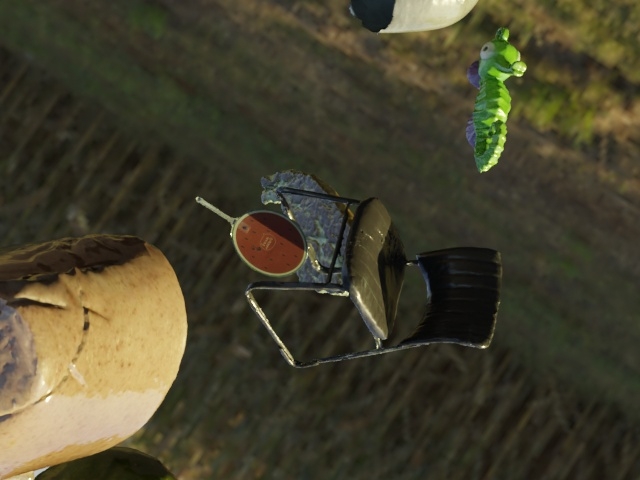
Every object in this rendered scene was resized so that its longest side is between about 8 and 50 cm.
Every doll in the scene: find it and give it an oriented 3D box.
[{"bbox_3d":[0.208,-0.170,1.816,0.050,0.190,0.115,13,161,-12],"label":"doll"}]

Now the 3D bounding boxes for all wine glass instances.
[{"bbox_3d":[0.155,-0.310,1.729,0.126,0.241,0.126,48,147,46],"label":"wine glass"}]

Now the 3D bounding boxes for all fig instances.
[{"bbox_3d":[-0.198,0.324,1.539,0.195,0.195,0.245,27,155,44],"label":"fig"}]

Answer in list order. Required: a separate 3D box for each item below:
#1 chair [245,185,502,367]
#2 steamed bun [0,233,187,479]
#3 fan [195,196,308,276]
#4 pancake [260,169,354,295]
[{"bbox_3d":[0.060,0.035,1.539,0.221,0.140,0.145,-2,142,23],"label":"chair"},{"bbox_3d":[-0.280,0.110,1.255,0.301,0.199,0.251,-6,-174,32],"label":"steamed bun"},{"bbox_3d":[-0.074,-0.010,1.583,0.133,0.085,0.005,32,-143,-2],"label":"fan"},{"bbox_3d":[0.005,-0.001,2.513,0.054,0.197,0.376,-6,-138,-32],"label":"pancake"}]
